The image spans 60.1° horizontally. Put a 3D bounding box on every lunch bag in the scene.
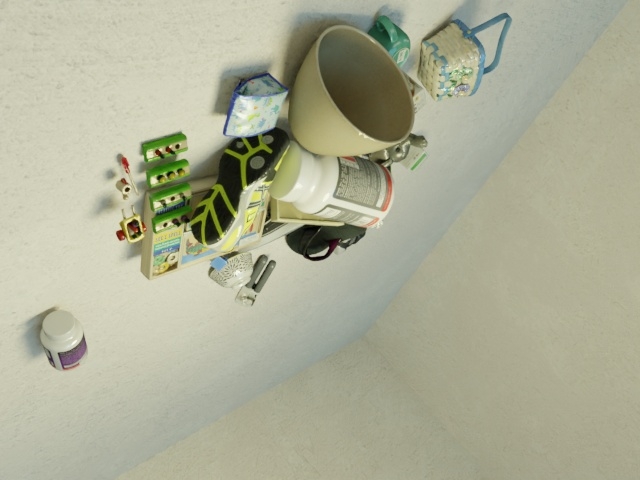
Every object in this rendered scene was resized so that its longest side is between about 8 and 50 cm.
[{"bbox_3d":[-0.170,-0.326,1.352,0.151,0.096,0.129,-36,160,-43],"label":"lunch bag"}]

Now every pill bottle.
[{"bbox_3d":[-0.711,0.275,1.533,0.108,0.108,0.193,-29,155,-32],"label":"pill bottle"},{"bbox_3d":[0.032,-0.170,1.658,0.363,0.210,0.210,12,125,-39],"label":"pill bottle"}]

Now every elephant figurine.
[{"bbox_3d":[0.223,-0.313,1.860,0.169,0.239,0.186,-40,159,-6],"label":"elephant figurine"}]

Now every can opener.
[{"bbox_3d":[-0.257,0.162,2.188,0.280,0.074,0.093,-57,-171,37],"label":"can opener"}]

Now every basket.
[{"bbox_3d":[0.476,-0.595,1.816,0.289,0.201,0.255,-30,156,-6],"label":"basket"}]

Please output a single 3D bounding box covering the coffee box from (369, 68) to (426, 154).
[{"bbox_3d":[0.197,-0.415,1.759,0.246,0.141,0.098,-44,158,1],"label":"coffee box"}]

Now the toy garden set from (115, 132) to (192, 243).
[{"bbox_3d":[-0.396,-0.112,1.326,0.204,0.049,0.244,-26,135,-36],"label":"toy garden set"}]

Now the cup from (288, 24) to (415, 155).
[{"bbox_3d":[0.049,-0.350,1.453,0.331,0.331,0.237,-20,174,-44],"label":"cup"}]

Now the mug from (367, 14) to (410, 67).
[{"bbox_3d":[0.185,-0.541,1.557,0.129,0.097,0.158,-51,158,20],"label":"mug"}]

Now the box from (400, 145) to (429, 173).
[{"bbox_3d":[0.364,-0.344,2.239,0.101,0.102,0.087,-49,160,13],"label":"box"}]

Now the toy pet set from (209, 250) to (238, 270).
[{"bbox_3d":[-0.320,0.038,1.823,0.114,0.065,0.122,-46,158,10],"label":"toy pet set"}]

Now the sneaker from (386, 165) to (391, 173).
[{"bbox_3d":[0.245,-0.263,2.130,0.235,0.097,0.084,-59,180,7],"label":"sneaker"}]

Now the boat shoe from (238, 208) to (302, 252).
[{"bbox_3d":[-0.168,-0.053,1.860,0.306,0.105,0.113,-26,180,29],"label":"boat shoe"}]

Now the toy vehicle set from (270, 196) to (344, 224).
[{"bbox_3d":[-0.040,-0.136,1.764,0.267,0.166,0.035,3,173,-38],"label":"toy vehicle set"}]

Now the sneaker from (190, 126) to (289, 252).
[{"bbox_3d":[-0.210,-0.142,1.498,0.385,0.145,0.147,-57,160,-12],"label":"sneaker"}]

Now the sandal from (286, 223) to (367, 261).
[{"bbox_3d":[-0.001,-0.001,2.021,0.446,0.167,0.107,-28,-136,56],"label":"sandal"}]

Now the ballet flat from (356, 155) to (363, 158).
[{"bbox_3d":[0.132,-0.235,2.076,0.091,0.077,0.241,-33,156,-26],"label":"ballet flat"}]

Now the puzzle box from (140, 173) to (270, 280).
[{"bbox_3d":[-0.316,-0.061,1.590,0.409,0.052,0.272,-22,139,-42],"label":"puzzle box"}]

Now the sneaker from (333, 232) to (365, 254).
[{"bbox_3d":[0.124,-0.047,2.396,0.153,0.101,0.268,-33,163,-24],"label":"sneaker"}]

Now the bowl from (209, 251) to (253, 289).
[{"bbox_3d":[-0.298,0.121,1.955,0.170,0.080,0.170,-31,167,-8],"label":"bowl"}]

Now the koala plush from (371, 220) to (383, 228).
[{"bbox_3d":[0.136,-0.148,1.988,0.203,0.221,0.196,107,-4,-62],"label":"koala plush"}]
